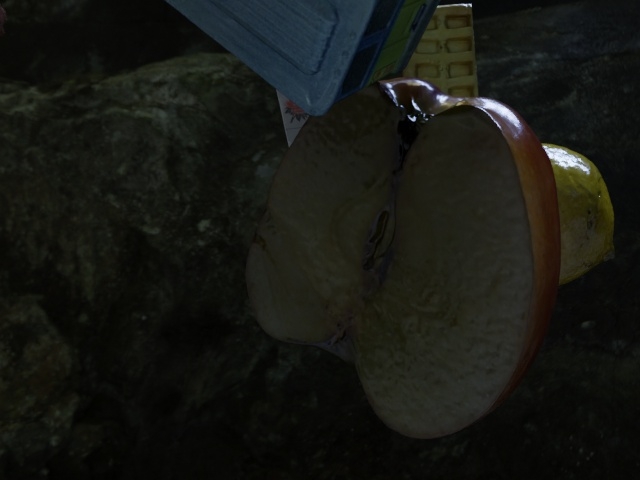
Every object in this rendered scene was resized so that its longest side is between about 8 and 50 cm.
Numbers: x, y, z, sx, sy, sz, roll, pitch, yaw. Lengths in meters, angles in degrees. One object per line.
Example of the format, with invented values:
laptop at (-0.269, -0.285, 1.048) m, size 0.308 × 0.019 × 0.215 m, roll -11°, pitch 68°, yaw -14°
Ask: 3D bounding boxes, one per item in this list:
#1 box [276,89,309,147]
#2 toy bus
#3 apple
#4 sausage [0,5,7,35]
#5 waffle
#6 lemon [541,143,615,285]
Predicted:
box at (-0.015, -0.229, 1.000) m, size 0.109 × 0.029 × 0.198 m, roll -2°, pitch -55°, yaw 13°
toy bus at (-0.045, -0.284, 0.569) m, size 0.312 × 0.190 × 0.152 m, roll 41°, pitch -42°, yaw 12°
apple at (0.088, 0.008, 0.661) m, size 0.329 × 0.295 × 0.365 m, roll 13°, pitch -75°, yaw -5°
sausage at (-0.405, -0.191, 0.534) m, size 0.254 × 0.148 × 0.148 m, roll -17°, pitch -100°, yaw 30°
waffle at (0.270, -0.409, 1.349) m, size 0.168 × 0.057 × 0.274 m, roll -2°, pitch -95°, yaw 2°
lemon at (0.316, -0.033, 0.919) m, size 0.253 × 0.228 × 0.228 m, roll -8°, pitch -96°, yaw 15°
